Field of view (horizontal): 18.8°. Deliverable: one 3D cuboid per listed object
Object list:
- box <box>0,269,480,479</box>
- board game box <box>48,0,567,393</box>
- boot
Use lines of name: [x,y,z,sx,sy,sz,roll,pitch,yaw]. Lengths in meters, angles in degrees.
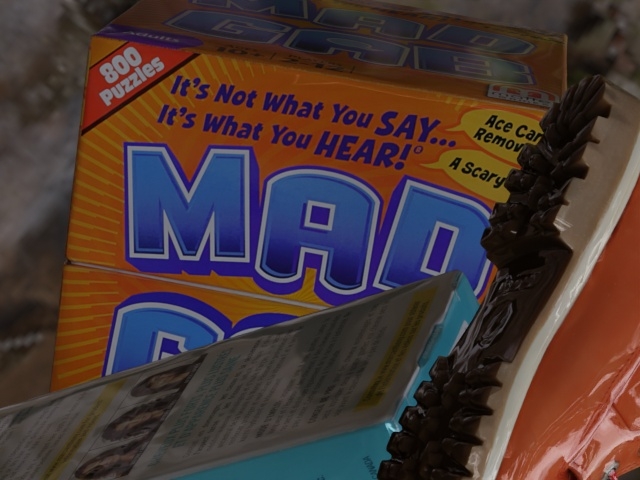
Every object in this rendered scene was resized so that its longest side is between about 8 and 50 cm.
box: [-0.057,0.089,0.672,0.060,0.244,0.100,63,28,-18]
board game box: [0.000,0.000,1.600,0.356,0.356,0.356,-66,165,-72]
boot: [0.069,0.046,0.492,0.084,0.059,0.158,30,81,-16]
